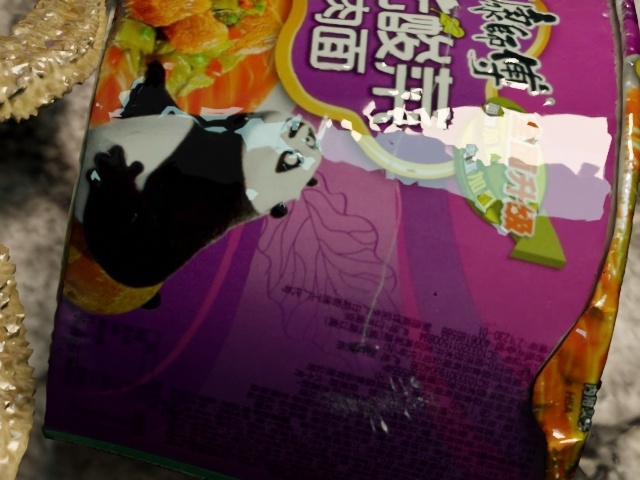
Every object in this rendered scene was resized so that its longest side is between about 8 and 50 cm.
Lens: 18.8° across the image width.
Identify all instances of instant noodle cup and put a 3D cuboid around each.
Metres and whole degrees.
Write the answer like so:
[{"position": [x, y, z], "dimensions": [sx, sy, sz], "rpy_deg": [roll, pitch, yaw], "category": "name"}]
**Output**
[{"position": [0.000, 0.000, 0.757], "dimensions": [0.190, 0.251, 0.251], "rpy_deg": [10, 53, -4], "category": "instant noodle cup"}]

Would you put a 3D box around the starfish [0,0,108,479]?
[{"position": [-0.243, -0.035, 0.769], "dimensions": [0.293, 0.084, 0.301], "rpy_deg": [12, 49, -9], "category": "starfish"}]
